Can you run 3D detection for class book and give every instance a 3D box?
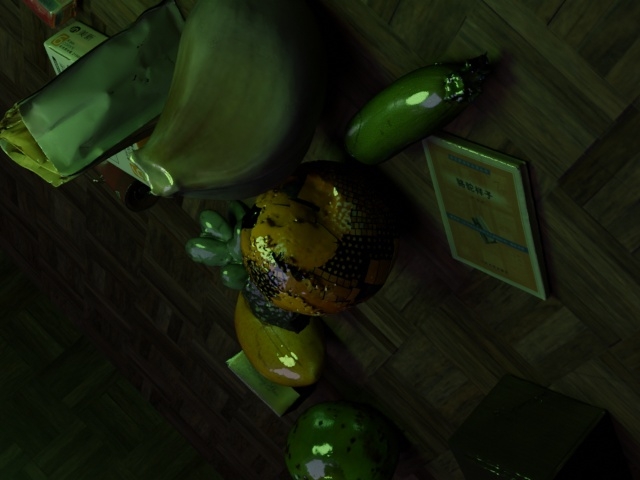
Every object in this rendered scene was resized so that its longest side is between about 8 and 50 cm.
[{"bbox_3d":[0.218,-0.034,1.483,0.170,0.018,0.241,26,149,41],"label":"book"}]

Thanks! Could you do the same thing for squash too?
[{"bbox_3d":[0.110,-0.159,1.390,0.087,0.087,0.331,51,155,-7],"label":"squash"}]

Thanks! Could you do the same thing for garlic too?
[{"bbox_3d":[-0.101,-0.215,1.530,0.246,0.340,0.231,8,-176,11],"label":"garlic"}]

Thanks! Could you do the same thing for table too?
[{"bbox_3d":[0.325,0.339,1.692,0.193,0.172,0.169,18,144,48],"label":"table"}]

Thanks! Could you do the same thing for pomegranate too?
[{"bbox_3d":[0.019,0.441,2.243,0.231,0.286,0.231,20,125,31],"label":"pomegranate"}]

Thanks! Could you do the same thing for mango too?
[{"bbox_3d":[-0.072,0.193,2.189,0.252,0.154,0.126,45,168,41],"label":"mango"}]

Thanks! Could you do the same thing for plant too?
[{"bbox_3d":[-0.116,0.042,2.008,0.274,0.146,0.149,36,142,21],"label":"plant"}]

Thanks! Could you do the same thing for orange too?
[{"bbox_3d":[0.000,0.000,1.640,0.234,0.234,0.182,39,156,19],"label":"orange"}]

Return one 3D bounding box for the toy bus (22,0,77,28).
[{"bbox_3d":[-0.510,-0.459,1.982,0.192,0.077,0.065,42,153,9],"label":"toy bus"}]

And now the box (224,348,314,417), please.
[{"bbox_3d":[-0.101,0.287,2.361,0.159,0.071,0.240,46,-178,9],"label":"box"}]

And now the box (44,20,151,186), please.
[{"bbox_3d":[-0.373,-0.245,2.067,0.221,0.091,0.274,30,151,36],"label":"box"}]

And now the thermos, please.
[{"bbox_3d":[-0.414,-0.155,2.249,0.232,0.124,0.099,41,154,32],"label":"thermos"}]

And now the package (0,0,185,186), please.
[{"bbox_3d":[-0.325,-0.210,1.761,0.165,0.311,0.221,53,155,-6],"label":"package"}]
